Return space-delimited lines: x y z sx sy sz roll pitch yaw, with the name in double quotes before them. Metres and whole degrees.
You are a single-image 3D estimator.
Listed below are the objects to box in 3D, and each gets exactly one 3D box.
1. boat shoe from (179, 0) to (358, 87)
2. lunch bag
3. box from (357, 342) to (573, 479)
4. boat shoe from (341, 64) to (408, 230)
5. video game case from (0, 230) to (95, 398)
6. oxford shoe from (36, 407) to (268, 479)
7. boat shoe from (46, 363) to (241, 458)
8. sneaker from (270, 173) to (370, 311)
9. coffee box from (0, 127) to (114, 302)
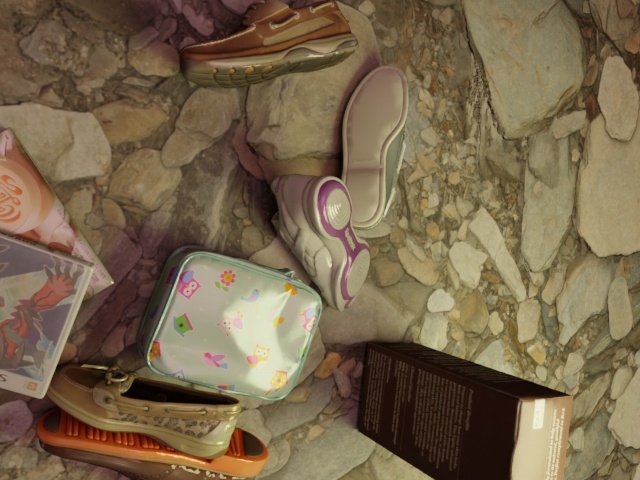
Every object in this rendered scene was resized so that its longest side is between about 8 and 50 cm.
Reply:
"boat shoe" -0.088 -0.332 0.917 0.324 0.123 0.116 -22 98 -33
"lunch bag" -0.142 0.134 0.926 0.279 0.108 0.224 22 82 -29
"box" 0.236 0.313 0.994 0.143 0.381 0.191 6 91 -30
"boat shoe" 0.103 -0.173 1.061 0.099 0.116 0.319 35 64 -71
"video game case" -0.413 0.089 0.708 0.183 0.023 0.201 22 99 -16
"oxford shoe" -0.265 0.354 0.870 0.364 0.130 0.132 22 97 -23
"boat shoe" -0.262 0.235 0.834 0.285 0.104 0.089 20 99 -8
"sneaker" 0.000 0.000 1.000 0.114 0.152 0.305 -47 138 -34
"coffee box" -0.416 -0.011 0.763 0.141 0.098 0.246 -33 109 -20
